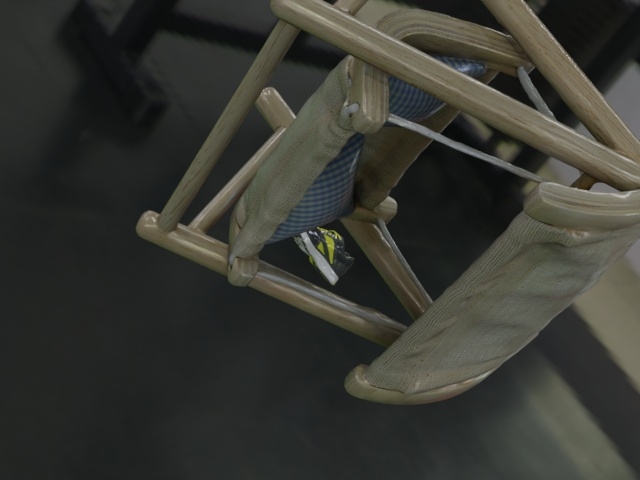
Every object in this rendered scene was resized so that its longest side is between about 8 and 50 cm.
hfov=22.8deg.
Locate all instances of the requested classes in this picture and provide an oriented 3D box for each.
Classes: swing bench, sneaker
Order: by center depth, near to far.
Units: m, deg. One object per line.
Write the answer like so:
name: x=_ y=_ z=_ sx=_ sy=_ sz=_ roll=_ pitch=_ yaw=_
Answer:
swing bench: x=0.064 y=-0.035 z=0.968 sx=0.255 sy=0.253 sz=0.165 roll=39 pitch=51 yaw=1
sneaker: x=0.000 y=0.000 z=1.405 sx=0.031 sy=0.035 sz=0.083 roll=37 pitch=-17 yaw=54
